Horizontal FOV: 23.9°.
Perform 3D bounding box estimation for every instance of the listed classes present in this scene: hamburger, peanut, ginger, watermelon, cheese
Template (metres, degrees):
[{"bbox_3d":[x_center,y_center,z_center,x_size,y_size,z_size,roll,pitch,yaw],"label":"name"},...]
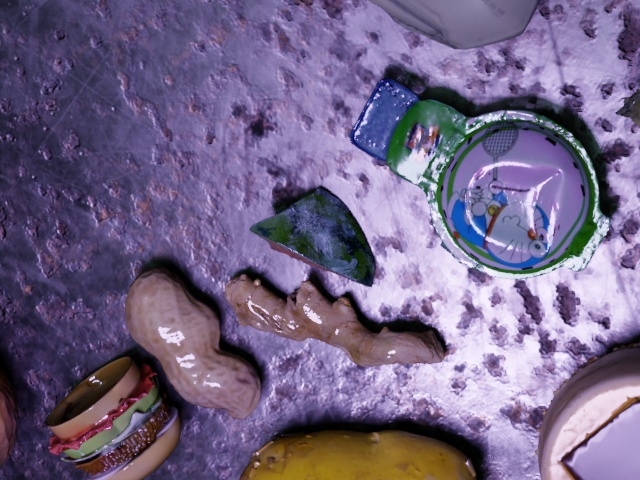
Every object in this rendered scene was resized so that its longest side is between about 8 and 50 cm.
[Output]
[{"bbox_3d":[0.393,0.257,1.742,0.302,0.170,0.302,5,104,20],"label":"hamburger"},{"bbox_3d":[-0.164,0.136,1.922,0.104,0.085,0.228,-36,92,10],"label":"peanut"},{"bbox_3d":[0.015,0.100,1.874,0.288,0.075,0.089,14,101,17],"label":"ginger"},{"bbox_3d":[-0.258,0.243,1.941,0.175,0.175,0.137,-29,106,20],"label":"hamburger"},{"bbox_3d":[0.005,0.000,1.865,0.155,0.080,0.101,32,74,10],"label":"watermelon"},{"bbox_3d":[0.186,-0.074,1.772,0.320,0.083,0.204,31,109,7],"label":"cheese"}]

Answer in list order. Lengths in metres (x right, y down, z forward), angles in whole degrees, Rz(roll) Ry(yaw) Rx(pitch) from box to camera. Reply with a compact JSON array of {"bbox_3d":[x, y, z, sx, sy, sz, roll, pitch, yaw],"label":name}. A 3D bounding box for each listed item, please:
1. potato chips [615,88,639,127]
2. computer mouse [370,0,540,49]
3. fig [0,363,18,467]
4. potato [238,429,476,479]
[{"bbox_3d":[0.434,-0.194,1.670,0.202,0.029,0.220,28,123,-16],"label":"potato chips"},{"bbox_3d":[0.083,-0.393,1.701,0.228,0.145,0.429,-42,88,23],"label":"computer mouse"},{"bbox_3d":[-0.522,0.301,2.002,0.286,0.286,0.368,1,126,16],"label":"fig"},{"bbox_3d":[0.044,0.320,1.873,0.300,0.140,0.173,0,95,11],"label":"potato"}]
